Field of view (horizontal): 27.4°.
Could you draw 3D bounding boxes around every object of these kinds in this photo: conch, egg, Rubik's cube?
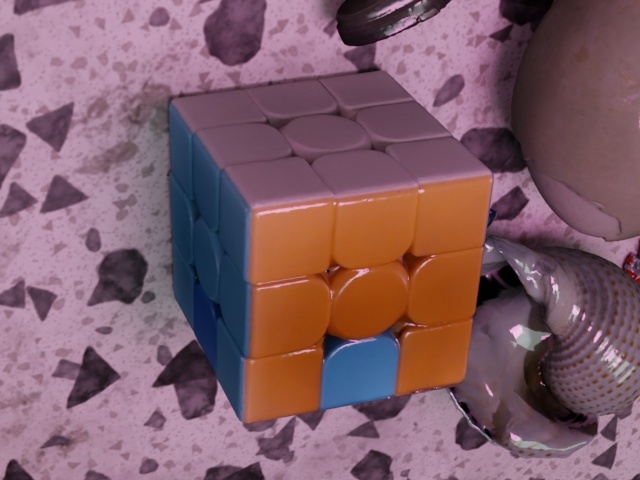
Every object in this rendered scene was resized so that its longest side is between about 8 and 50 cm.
[{"bbox_3d":[0.295,0.131,1.813,0.303,0.215,0.319,-44,96,-2],"label":"conch"},{"bbox_3d":[0.375,-0.157,1.626,0.278,0.278,0.336,1,116,-26],"label":"egg"},{"bbox_3d":[0.000,0.000,1.536,0.291,0.290,0.291,-9,124,-21],"label":"Rubik's cube"}]

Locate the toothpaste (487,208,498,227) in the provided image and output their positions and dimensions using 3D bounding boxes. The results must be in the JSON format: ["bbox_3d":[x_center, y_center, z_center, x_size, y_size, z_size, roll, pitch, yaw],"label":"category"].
[{"bbox_3d":[0.212,-0.009,1.803,0.027,0.019,0.083,29,101,-18],"label":"toothpaste"}]

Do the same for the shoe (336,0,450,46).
[{"bbox_3d":[0.119,-0.354,1.496,0.293,0.109,0.149,-35,124,-6],"label":"shoe"}]

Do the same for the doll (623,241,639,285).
[{"bbox_3d":[0.469,0.085,1.953,0.094,0.079,0.180,16,99,-16],"label":"doll"}]
